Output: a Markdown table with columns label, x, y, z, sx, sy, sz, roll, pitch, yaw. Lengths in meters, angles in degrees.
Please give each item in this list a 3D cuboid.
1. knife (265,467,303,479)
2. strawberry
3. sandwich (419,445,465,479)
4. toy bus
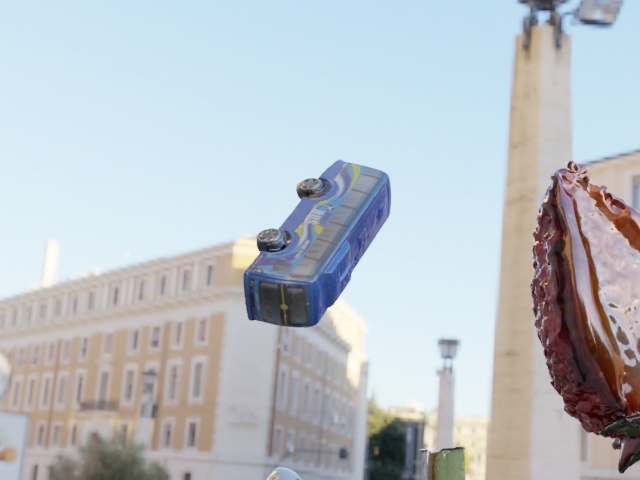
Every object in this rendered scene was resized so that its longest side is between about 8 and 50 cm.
| label | x | y | z | sx | sy | sz | roll | pitch | yaw |
| --- | --- | --- | --- | --- | --- | --- | --- | --- | --- |
| knife | -0.094 | 0.353 | 1.248 | 0.041 | 0.265 | 0.073 | 26 | -50 | 15 |
| strawberry | 0.226 | 0.062 | 0.942 | 0.228 | 0.174 | 0.098 | 51 | -27 | -2 |
| sandwich | 0.174 | 0.400 | 1.596 | 0.063 | 0.212 | 0.245 | -2 | -13 | 5 |
| toy bus | 0.000 | 0.000 | 0.791 | 0.061 | 0.153 | 0.051 | 9 | -52 | 22 |
